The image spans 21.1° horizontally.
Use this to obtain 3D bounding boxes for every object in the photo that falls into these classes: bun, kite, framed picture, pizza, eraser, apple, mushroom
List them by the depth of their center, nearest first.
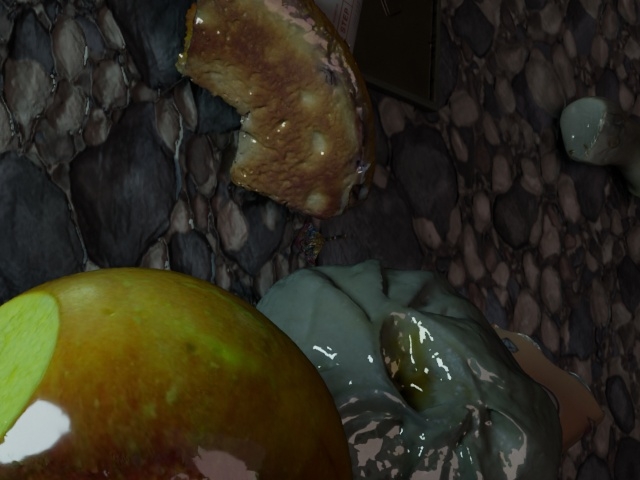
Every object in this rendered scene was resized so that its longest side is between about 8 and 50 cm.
[{"bbox_3d":[-0.168,0.193,1.343,0.374,0.384,0.374,167,-90,-89],"label":"apple"},{"bbox_3d":[0.078,0.168,1.620,0.354,0.194,0.354,13,51,-16],"label":"bun"},{"bbox_3d":[-0.041,-0.153,1.679,0.305,0.161,0.085,62,17,-24],"label":"pizza"},{"bbox_3d":[-0.002,-0.006,1.796,0.078,0.002,0.044,-39,113,-44],"label":"kite"},{"bbox_3d":[0.169,0.204,1.859,0.290,0.171,0.087,-27,147,-48],"label":"eraser"},{"bbox_3d":[0.077,-0.283,1.930,0.184,0.016,0.250,16,71,-47],"label":"framed picture"},{"bbox_3d":[0.389,-0.118,2.222,0.223,0.081,0.092,28,39,-47],"label":"mushroom"}]

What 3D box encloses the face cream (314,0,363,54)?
[{"bbox_3d":[0.002,-0.277,1.777,0.096,0.096,0.214,33,59,-42],"label":"face cream"}]
